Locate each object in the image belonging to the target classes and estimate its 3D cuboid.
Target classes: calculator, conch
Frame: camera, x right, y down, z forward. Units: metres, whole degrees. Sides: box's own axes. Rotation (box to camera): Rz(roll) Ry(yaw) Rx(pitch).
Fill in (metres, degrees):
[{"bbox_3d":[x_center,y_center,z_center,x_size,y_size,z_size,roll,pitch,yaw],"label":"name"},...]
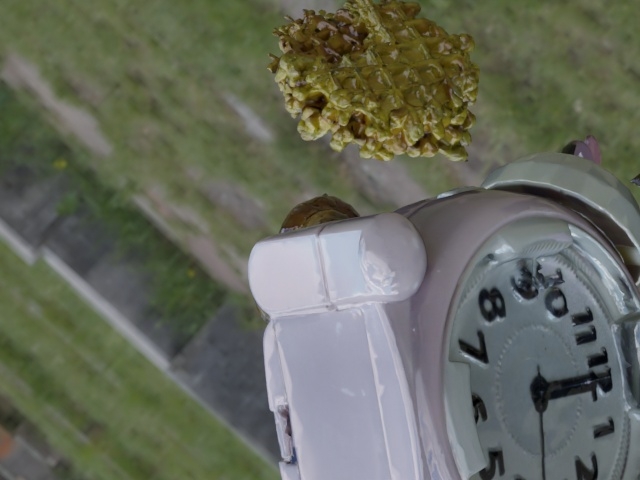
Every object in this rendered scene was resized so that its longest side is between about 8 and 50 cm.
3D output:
[{"bbox_3d":[0.296,-0.056,1.761,0.024,0.166,0.103,-1,133,32],"label":"calculator"},{"bbox_3d":[0.001,-0.005,1.488,0.233,0.086,0.080,-70,-41,-79],"label":"conch"}]

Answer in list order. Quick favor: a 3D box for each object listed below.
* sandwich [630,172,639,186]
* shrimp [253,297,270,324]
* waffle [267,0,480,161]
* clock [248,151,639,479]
[{"bbox_3d":[0.380,-0.071,1.236,0.258,0.094,0.096,-32,67,45],"label":"sandwich"},{"bbox_3d":[0.007,0.069,1.888,0.217,0.150,0.051,35,-178,34],"label":"shrimp"},{"bbox_3d":[0.049,-0.153,1.379,0.197,0.193,0.070,11,136,-7],"label":"waffle"},{"bbox_3d":[0.129,0.112,1.117,0.184,0.325,0.342,-2,95,51],"label":"clock"}]
